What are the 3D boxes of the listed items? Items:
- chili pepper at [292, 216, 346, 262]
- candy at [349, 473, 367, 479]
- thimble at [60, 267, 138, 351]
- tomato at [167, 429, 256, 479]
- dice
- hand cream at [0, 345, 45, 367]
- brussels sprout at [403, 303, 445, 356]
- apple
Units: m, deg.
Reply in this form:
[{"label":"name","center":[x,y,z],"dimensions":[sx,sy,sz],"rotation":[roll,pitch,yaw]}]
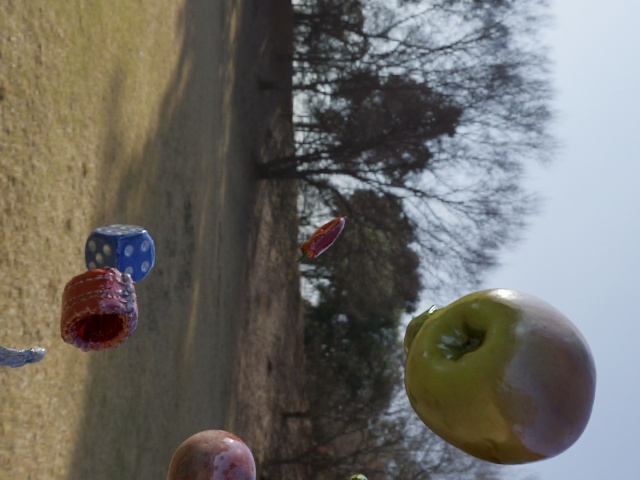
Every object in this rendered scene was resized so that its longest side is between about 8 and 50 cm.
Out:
[{"label":"chili pepper","center":[0.000,0.000,1.618],"dimensions":[0.059,0.191,0.050],"rotation":[1,-53,57]},{"label":"candy","center":[0.070,0.316,0.808],"dimensions":[0.025,0.083,0.023],"rotation":[-54,-178,-22]},{"label":"thimble","center":[-0.506,0.162,1.504],"dimensions":[0.189,0.163,0.125],"rotation":[-51,-141,37]},{"label":"tomato","center":[-0.327,0.692,1.945],"dimensions":[0.227,0.270,0.270],"rotation":[42,39,-46]},{"label":"dice","center":[-0.551,0.037,1.820],"dimensions":[0.146,0.143,0.146],"rotation":[-22,119,-57]},{"label":"hand cream","center":[-0.925,0.349,2.000],"dimensions":[0.084,0.050,0.257],"rotation":[-48,163,3]},{"label":"brussels sprout","center":[0.326,0.259,1.667],"dimensions":[0.244,0.244,0.244],"rotation":[-177,-90,-86]},{"label":"apple","center":[0.331,0.246,1.256],"dimensions":[0.338,0.305,0.338],"rotation":[-44,-157,25]}]
